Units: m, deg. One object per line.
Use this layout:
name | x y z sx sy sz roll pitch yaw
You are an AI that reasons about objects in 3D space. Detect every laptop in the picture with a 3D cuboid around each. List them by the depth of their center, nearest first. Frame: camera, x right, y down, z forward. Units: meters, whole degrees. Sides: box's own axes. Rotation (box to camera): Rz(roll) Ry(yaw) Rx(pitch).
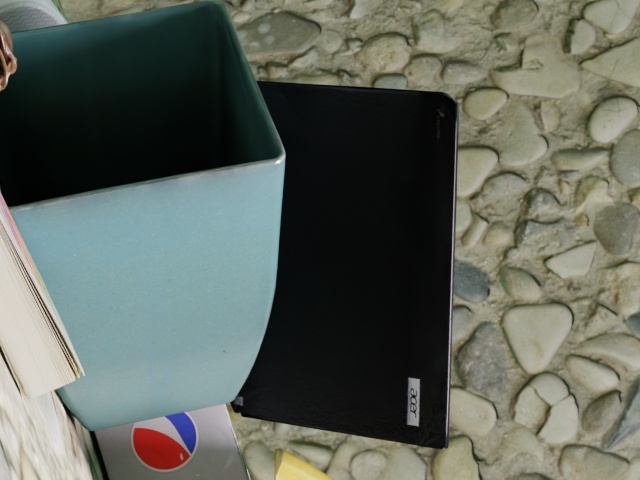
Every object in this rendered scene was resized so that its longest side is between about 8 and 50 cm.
laptop | 0.000 0.000 1.247 0.264 0.136 0.234 -131 -138 -78

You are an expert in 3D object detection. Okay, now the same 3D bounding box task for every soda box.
soda box | -0.126 0.098 1.301 0.091 0.098 0.286 97 -26 -79

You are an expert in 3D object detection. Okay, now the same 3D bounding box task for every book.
book | -0.172 0.001 0.932 0.144 0.035 0.096 74 -8 -46

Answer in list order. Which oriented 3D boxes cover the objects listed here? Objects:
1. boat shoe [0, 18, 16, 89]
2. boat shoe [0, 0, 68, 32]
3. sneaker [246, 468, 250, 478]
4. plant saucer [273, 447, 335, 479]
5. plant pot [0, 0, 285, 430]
boat shoe | -0.180 -0.093 0.863 0.178 0.060 0.064 -114 -173 -58
boat shoe | -0.194 -0.101 1.353 0.302 0.109 0.094 72 -5 -49
sneaker | -0.099 0.270 1.752 0.111 0.103 0.252 -112 -175 -61
plant saucer | -0.001 0.317 1.252 0.333 0.081 0.333 100 -7 -82
plant pot | -0.118 0.000 1.135 0.166 0.165 0.234 -112 -164 -46
